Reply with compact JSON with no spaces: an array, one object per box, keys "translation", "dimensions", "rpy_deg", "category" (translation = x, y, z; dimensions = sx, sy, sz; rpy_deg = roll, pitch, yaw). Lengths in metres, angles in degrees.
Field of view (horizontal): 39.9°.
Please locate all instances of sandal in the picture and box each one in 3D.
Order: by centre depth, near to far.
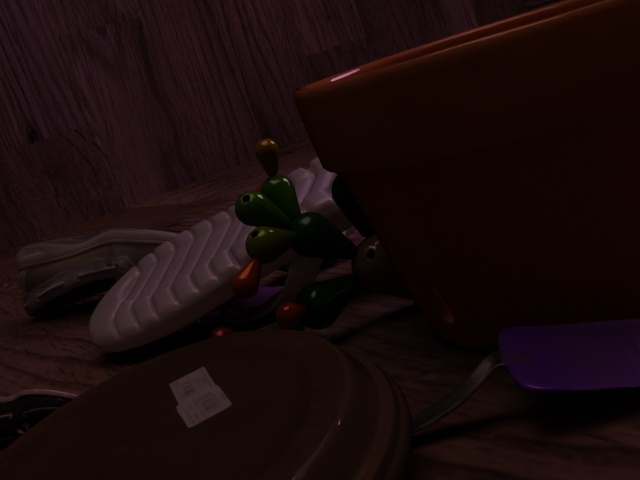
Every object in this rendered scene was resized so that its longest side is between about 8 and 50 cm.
[{"translation":[-0.048,0.020,0.871],"dimensions":[0.416,0.102,0.169],"rpy_deg":[-29,23,13],"category":"sandal"}]

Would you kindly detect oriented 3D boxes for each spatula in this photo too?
[{"translation":[0.051,0.096,0.491],"dimensions":[0.297,0.030,0.084],"rpy_deg":[-20,16,6],"category":"spatula"}]

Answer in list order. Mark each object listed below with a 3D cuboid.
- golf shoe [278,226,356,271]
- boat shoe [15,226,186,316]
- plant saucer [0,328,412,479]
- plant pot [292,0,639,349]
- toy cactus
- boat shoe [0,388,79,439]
[{"translation":[0.000,0.000,1.017],"dimensions":[0.086,0.067,0.186],"rpy_deg":[26,29,28],"category":"golf shoe"},{"translation":[-0.276,0.041,1.181],"dimensions":[0.321,0.103,0.118],"rpy_deg":[-7,-5,25],"category":"boat shoe"},{"translation":[-0.088,0.124,0.462],"dimensions":[0.278,0.041,0.278],"rpy_deg":[-21,17,7],"category":"plant saucer"},{"translation":[0.147,-0.054,0.630],"dimensions":[0.291,0.203,0.291],"rpy_deg":[-16,12,4],"category":"plant pot"},{"translation":[0.010,0.011,0.729],"dimensions":[0.181,0.218,0.112],"rpy_deg":[21,-24,-10],"category":"toy cactus"},{"translation":[-0.245,0.145,0.720],"dimensions":[0.125,0.038,0.046],"rpy_deg":[-8,-28,22],"category":"boat shoe"}]
